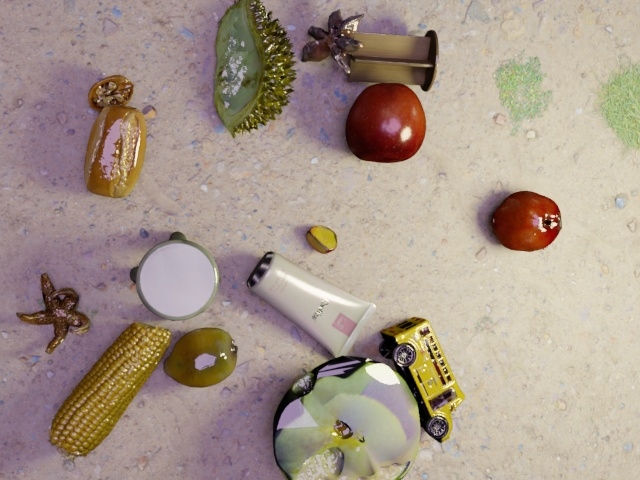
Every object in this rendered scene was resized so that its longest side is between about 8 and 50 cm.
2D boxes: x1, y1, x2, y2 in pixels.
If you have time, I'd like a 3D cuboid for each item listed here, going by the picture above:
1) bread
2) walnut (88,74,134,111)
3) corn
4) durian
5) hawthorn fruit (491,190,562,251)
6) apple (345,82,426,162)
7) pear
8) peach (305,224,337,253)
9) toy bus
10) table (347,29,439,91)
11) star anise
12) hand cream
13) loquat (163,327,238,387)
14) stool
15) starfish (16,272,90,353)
[{"bbox_3d":[-0.511,-0.224,1.721,0.140,0.106,0.236,10,94,-17],"label":"bread"},{"bbox_3d":[-0.536,-0.380,1.746,0.121,0.052,0.091,-28,139,-9],"label":"walnut"},{"bbox_3d":[-0.526,0.363,1.717,0.144,0.144,0.387,36,78,-11],"label":"corn"},{"bbox_3d":[-0.174,-0.470,1.834,0.198,0.163,0.394,-5,87,25],"label":"durian"},{"bbox_3d":[0.597,-0.049,1.955,0.185,0.202,0.185,-2,94,-21],"label":"hawthorn fruit"},{"bbox_3d":[0.175,-0.309,1.842,0.218,0.218,0.201,0,82,-14],"label":"apple"},{"bbox_3d":[0.054,0.496,1.842,0.399,0.165,0.398,0,90,-14],"label":"pear"},{"bbox_3d":[0.000,0.000,1.884,0.083,0.050,0.077,8,65,-23],"label":"peach"},{"bbox_3d":[0.292,0.385,1.910,0.151,0.145,0.331,-26,96,-14],"label":"toy bus"},{"bbox_3d":[0.190,-0.497,1.880,0.227,0.167,0.167,1,90,-8],"label":"table"},{"bbox_3d":[0.035,-0.541,1.827,0.063,0.208,0.171,25,93,-50],"label":"star anise"},{"bbox_3d":[-0.030,0.166,1.855,0.359,0.118,0.185,34,83,-18],"label":"hand cream"},{"bbox_3d":[-0.306,0.303,1.768,0.195,0.152,0.152,-17,94,-5],"label":"loquat"},{"bbox_3d":[-0.357,0.093,1.725,0.195,0.199,0.195,-43,99,-8],"label":"stool"},{"bbox_3d":[-0.669,0.176,1.710,0.146,0.074,0.189,-24,96,-14],"label":"starfish"}]
